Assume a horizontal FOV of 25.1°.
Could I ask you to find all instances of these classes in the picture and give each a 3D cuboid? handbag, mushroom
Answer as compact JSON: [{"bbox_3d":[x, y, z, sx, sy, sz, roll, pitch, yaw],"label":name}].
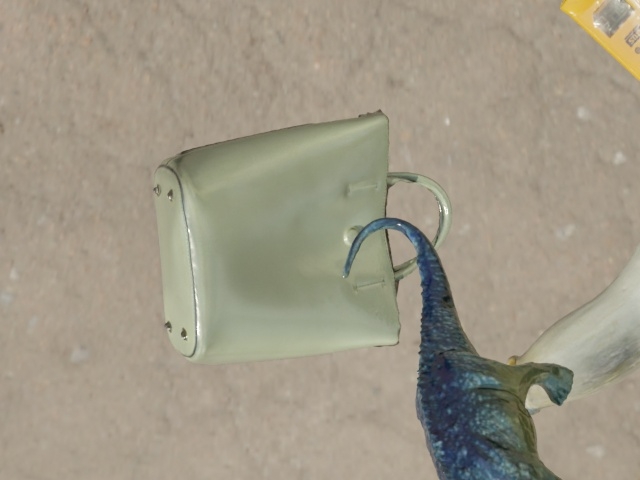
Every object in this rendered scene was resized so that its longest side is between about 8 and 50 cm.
[{"bbox_3d":[0.000,0.000,1.405,0.315,0.109,0.241,-8,102,-20],"label":"handbag"},{"bbox_3d":[0.332,0.062,1.459,0.351,0.097,0.109,-43,126,17],"label":"mushroom"}]

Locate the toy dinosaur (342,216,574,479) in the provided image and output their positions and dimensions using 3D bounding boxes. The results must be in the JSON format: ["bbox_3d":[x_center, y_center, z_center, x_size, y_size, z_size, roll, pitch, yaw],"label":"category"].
[{"bbox_3d":[0.109,0.126,0.952,0.147,0.363,0.076,22,129,-27],"label":"toy dinosaur"}]

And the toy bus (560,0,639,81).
[{"bbox_3d":[0.241,-0.177,1.106,0.162,0.074,0.069,45,130,7],"label":"toy bus"}]
